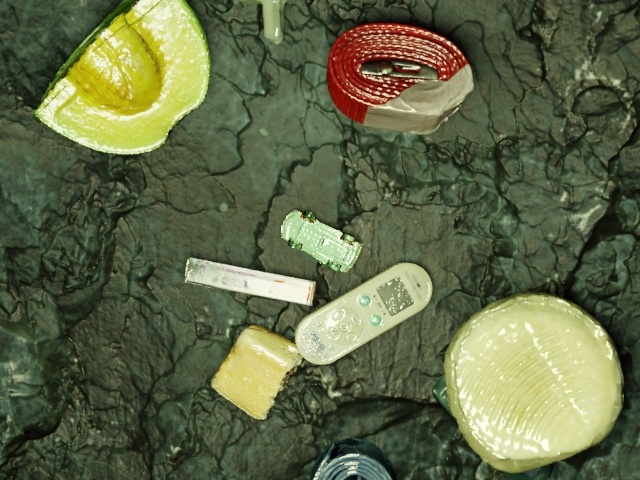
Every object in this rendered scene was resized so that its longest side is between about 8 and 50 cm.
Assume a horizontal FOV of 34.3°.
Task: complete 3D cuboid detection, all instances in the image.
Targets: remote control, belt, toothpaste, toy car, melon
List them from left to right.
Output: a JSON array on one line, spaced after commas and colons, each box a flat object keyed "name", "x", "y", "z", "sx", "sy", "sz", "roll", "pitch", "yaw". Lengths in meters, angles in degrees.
[{"name": "melon", "x": -0.263, "y": -0.237, "z": 1.494, "sx": 0.265, "sy": 0.129, "sz": 0.169, "roll": -43, "pitch": 115, "yaw": 7}, {"name": "toothpaste", "x": -0.104, "y": 0.063, "z": 1.561, "sx": 0.196, "sy": 0.047, "sz": 0.040, "roll": 11, "pitch": 86, "yaw": 4}, {"name": "toy car", "x": 0.000, "y": 0.000, "z": 1.543, "sx": 0.122, "sy": 0.035, "sz": 0.059, "roll": 29, "pitch": 101, "yaw": 9}, {"name": "belt", "x": 0.050, "y": 0.398, "z": 1.580, "sx": 0.141, "sy": 0.082, "sz": 0.190, "roll": -3, "pitch": 101, "yaw": 1}, {"name": "remote control", "x": 0.063, "y": 0.107, "z": 1.533, "sx": 0.221, "sy": 0.042, "sz": 0.078, "roll": -30, "pitch": 94, "yaw": -5}, {"name": "belt", "x": 0.107, "y": -0.223, "z": 1.453, "sx": 0.200, "sy": 0.124, "sz": 0.128, "roll": 10, "pitch": 81, "yaw": -1}, {"name": "remote control", "x": 0.257, "y": 0.286, "z": 1.561, "sx": 0.222, "sy": 0.042, "sz": 0.072, "roll": 45, "pitch": 99, "yaw": -2}]

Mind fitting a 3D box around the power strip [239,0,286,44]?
[{"name": "power strip", "x": -0.051, "y": -0.386, "z": 1.430, "sx": 0.140, "sy": 0.139, "sz": 0.225, "roll": -5, "pitch": 99, "yaw": 6}]

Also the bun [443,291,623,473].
[{"name": "bun", "x": 0.300, "y": 0.199, "z": 1.483, "sx": 0.259, "sy": 0.152, "sz": 0.260, "roll": -1, "pitch": 75, "yaw": 6}]

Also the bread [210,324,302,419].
[{"name": "bread", "x": -0.092, "y": 0.191, "z": 1.563, "sx": 0.106, "sy": 0.082, "sz": 0.125, "roll": 35, "pitch": 111, "yaw": 9}]
